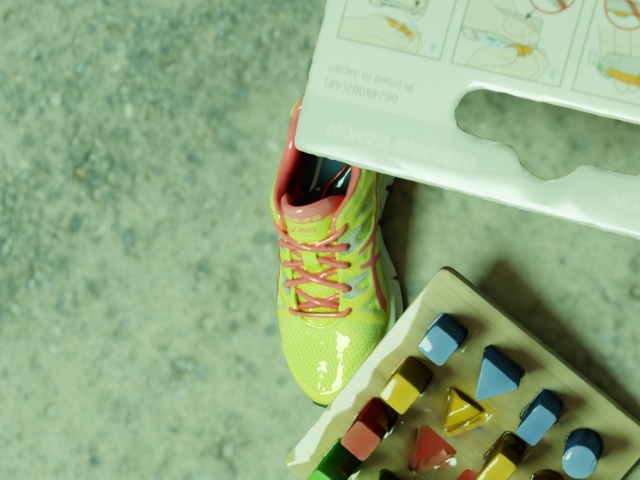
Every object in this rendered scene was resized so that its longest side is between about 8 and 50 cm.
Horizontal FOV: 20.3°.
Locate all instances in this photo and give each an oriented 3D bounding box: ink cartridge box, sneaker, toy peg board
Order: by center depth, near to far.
[{"bbox_3d":[0.182,-0.196,1.000,0.308,0.091,0.385,15,90,23],"label":"ink cartridge box"},{"bbox_3d":[0.081,0.131,1.045,0.161,0.079,0.161,39,105,3],"label":"toy peg board"},{"bbox_3d":[0.000,0.000,1.096,0.081,0.094,0.209,1,91,22],"label":"sneaker"}]
